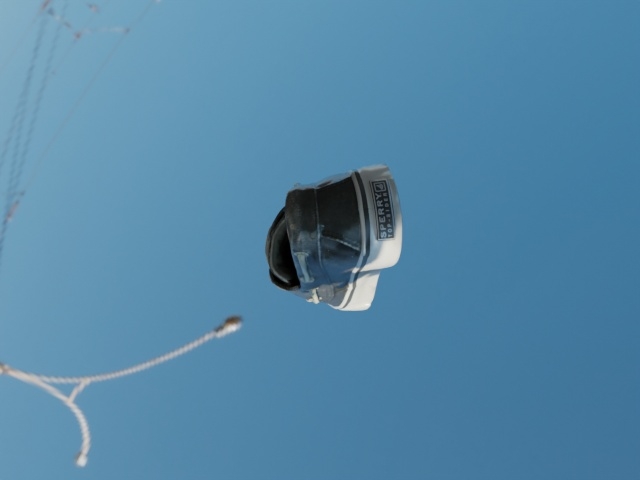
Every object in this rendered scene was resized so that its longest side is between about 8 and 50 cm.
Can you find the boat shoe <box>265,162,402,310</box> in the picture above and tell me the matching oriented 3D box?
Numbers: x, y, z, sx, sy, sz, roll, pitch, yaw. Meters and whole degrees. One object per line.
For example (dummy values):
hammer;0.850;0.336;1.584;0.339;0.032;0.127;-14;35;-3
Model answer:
boat shoe;0.000;0.000;0.639;0.219;0.070;0.078;106;-24;-76
